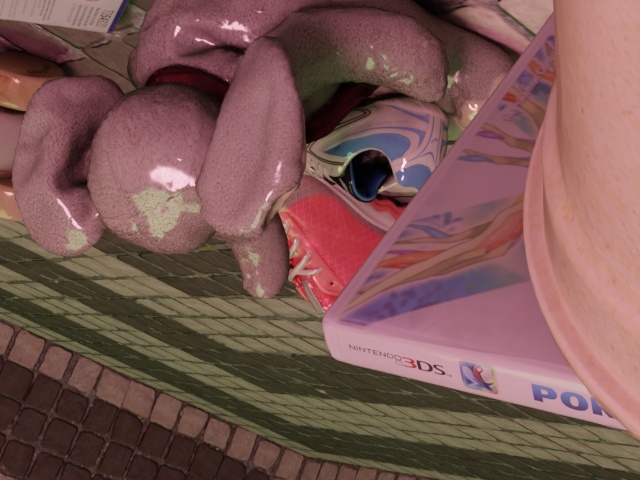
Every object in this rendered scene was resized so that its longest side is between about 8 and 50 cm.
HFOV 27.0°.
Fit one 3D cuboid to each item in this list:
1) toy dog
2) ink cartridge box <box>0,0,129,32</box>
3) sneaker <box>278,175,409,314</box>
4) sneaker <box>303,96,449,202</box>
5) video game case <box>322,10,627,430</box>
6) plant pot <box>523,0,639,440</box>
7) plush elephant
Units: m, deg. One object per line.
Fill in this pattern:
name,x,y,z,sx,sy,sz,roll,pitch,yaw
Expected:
toy dog,-0.404,-0.143,1.362,0.334,0.220,0.161,31,-166,-12
ink cartridge box,-0.256,-0.226,1.047,0.224,0.045,0.223,5,169,-18
sneaker,0.001,0.000,1.369,0.314,0.136,0.116,25,163,-17
sneaker,0.019,-0.076,1.185,0.085,0.086,0.237,28,164,-32
video game case,0.207,-0.025,0.719,0.300,0.329,0.036,10,135,31
plant pot,0.214,-0.108,0.490,0.334,0.333,0.305,12,151,28
plush elephant,-0.060,-0.081,0.946,0.272,0.255,0.330,5,158,43
